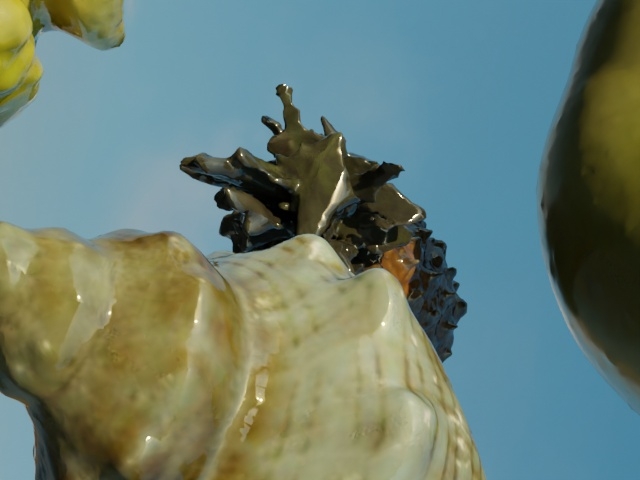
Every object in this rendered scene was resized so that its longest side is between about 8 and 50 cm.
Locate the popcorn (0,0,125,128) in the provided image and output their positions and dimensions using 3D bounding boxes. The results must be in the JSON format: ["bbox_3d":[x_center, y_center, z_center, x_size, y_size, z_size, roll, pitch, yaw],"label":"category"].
[{"bbox_3d":[-0.159,-0.122,0.467,0.185,0.167,0.187,-47,-125,-3],"label":"popcorn"}]

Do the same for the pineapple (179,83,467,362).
[{"bbox_3d":[0.000,0.000,0.910,0.340,0.169,0.169,59,22,-60],"label":"pineapple"}]

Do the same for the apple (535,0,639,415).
[{"bbox_3d":[0.382,-0.034,0.834,0.473,0.473,0.474,-33,-127,58],"label":"apple"}]

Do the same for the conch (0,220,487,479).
[{"bbox_3d":[-0.013,0.129,0.523,0.203,0.386,0.169,-25,-160,28],"label":"conch"}]
